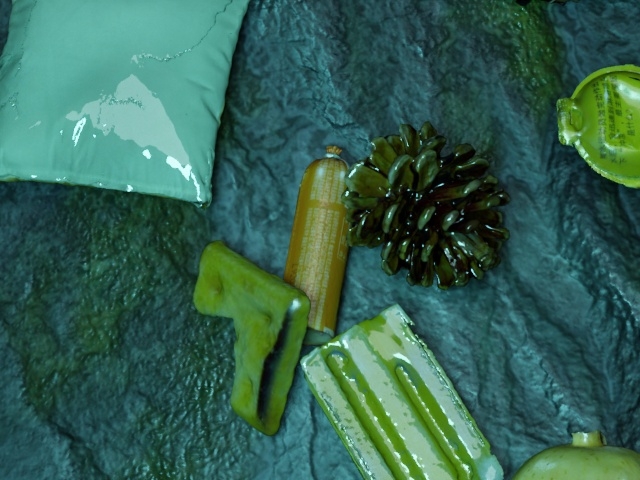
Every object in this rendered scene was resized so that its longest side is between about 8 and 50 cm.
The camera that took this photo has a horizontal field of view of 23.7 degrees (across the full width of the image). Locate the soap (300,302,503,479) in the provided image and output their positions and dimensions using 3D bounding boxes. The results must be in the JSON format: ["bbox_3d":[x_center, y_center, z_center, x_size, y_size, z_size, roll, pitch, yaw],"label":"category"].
[{"bbox_3d":[0.088,0.199,1.668,0.135,0.076,0.233,-30,72,-7],"label":"soap"}]

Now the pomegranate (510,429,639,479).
[{"bbox_3d":[0.272,0.293,1.569,0.191,0.191,0.191,-1,70,4],"label":"pomegranate"}]

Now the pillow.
[{"bbox_3d":[-0.248,-0.192,1.809,0.310,0.119,0.312,5,71,10],"label":"pillow"}]

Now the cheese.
[{"bbox_3d":[0.395,-0.132,1.768,0.250,0.064,0.156,1,71,-5],"label":"cheese"}]

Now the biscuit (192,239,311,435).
[{"bbox_3d":[-0.088,0.103,1.712,0.183,0.039,0.174,35,118,40],"label":"biscuit"}]

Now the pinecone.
[{"bbox_3d":[0.123,-0.034,1.708,0.179,0.150,0.195,-38,77,-19],"label":"pinecone"}]

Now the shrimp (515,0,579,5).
[{"bbox_3d":[0.342,-0.370,1.855,0.289,0.075,0.178,-3,62,4],"label":"shrimp"}]

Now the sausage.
[{"bbox_3d":[0.000,0.000,1.748,0.071,0.071,0.234,8,71,7],"label":"sausage"}]
